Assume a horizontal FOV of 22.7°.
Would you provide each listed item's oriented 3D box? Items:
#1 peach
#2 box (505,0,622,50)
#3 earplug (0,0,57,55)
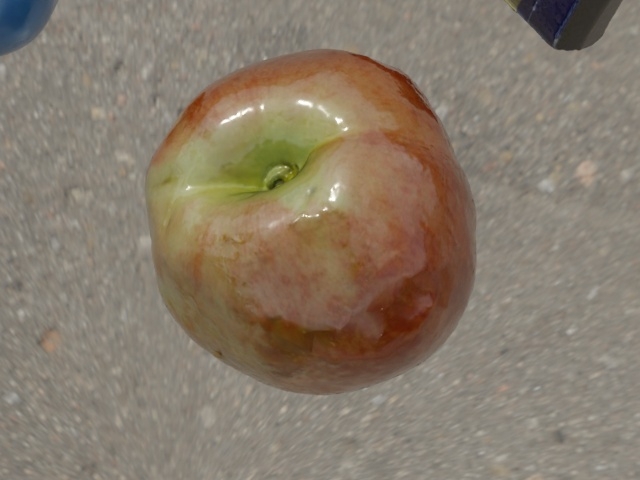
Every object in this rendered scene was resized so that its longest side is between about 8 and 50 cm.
[{"bbox_3d":[0.000,0.000,1.082,0.232,0.256,0.232,-8,63,16],"label":"peach"},{"bbox_3d":[0.174,-0.305,1.355,0.071,0.168,0.259,-16,56,-40],"label":"box"},{"bbox_3d":[-0.252,-0.205,1.205,0.132,0.273,0.132,-3,107,-9],"label":"earplug"}]
